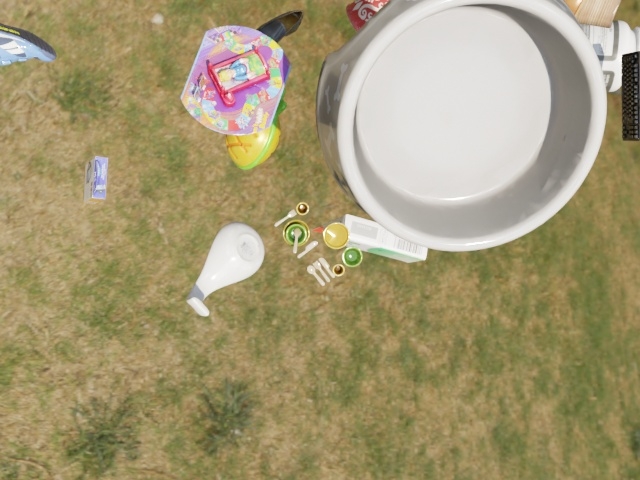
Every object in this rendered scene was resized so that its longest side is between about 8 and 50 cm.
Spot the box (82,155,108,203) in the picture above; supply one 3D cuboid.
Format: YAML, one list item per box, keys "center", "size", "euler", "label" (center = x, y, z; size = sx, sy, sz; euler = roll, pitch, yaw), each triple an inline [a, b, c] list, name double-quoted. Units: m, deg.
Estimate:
- center: [-0.440, -0.117, 1.378]
  size: [0.028, 0.136, 0.081]
  euler: [5, 86, -29]
  label: "box"

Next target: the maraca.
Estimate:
- center: [-0.124, -0.228, 1.394]
  size: [0.099, 0.127, 0.186]
  euler: [13, 113, -45]
  label: "maraca"

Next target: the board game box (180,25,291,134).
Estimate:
- center: [-0.117, -0.234, 0.996]
  size: [0.133, 0.033, 0.169]
  euler: [19, 76, -5]
  label: "board game box"

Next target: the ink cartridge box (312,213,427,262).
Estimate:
- center: [0.092, 0.006, 1.448]
  size: [0.180, 0.224, 0.056]
  euler: [14, 77, -16]
  label: "ink cartridge box"

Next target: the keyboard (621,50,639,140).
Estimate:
- center: [0.648, -0.295, 1.445]
  size: [0.023, 0.108, 0.180]
  euler: [-7, 99, -11]
  label: "keyboard"

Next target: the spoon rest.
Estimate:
- center: [-0.229, 0.067, 1.665]
  size: [0.137, 0.084, 0.276]
  euler: [52, 49, -19]
  label: "spoon rest"

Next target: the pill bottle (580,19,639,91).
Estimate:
- center: [0.617, -0.427, 1.626]
  size: [0.161, 0.283, 0.161]
  euler: [6, 90, -78]
  label: "pill bottle"

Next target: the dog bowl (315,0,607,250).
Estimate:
- center: [0.168, -0.144, 0.830]
  size: [0.349, 0.348, 0.102]
  euler: [52, 12, -23]
  label: "dog bowl"

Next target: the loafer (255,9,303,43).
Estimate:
- center: [-0.107, -0.509, 1.691]
  size: [0.062, 0.061, 0.170]
  euler: [48, 60, -9]
  label: "loafer"

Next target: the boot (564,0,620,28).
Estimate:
- center: [0.370, -0.410, 0.995]
  size: [0.197, 0.152, 0.073]
  euler: [-67, 165, 1]
  label: "boot"

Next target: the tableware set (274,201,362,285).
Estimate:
- center: [0.000, 0.000, 1.246]
  size: [0.104, 0.024, 0.154]
  euler: [-37, 100, 2]
  label: "tableware set"

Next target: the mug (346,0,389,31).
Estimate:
- center: [0.165, -0.532, 1.575]
  size: [0.150, 0.169, 0.113]
  euler: [-11, 71, -54]
  label: "mug"

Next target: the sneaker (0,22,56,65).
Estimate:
- center: [-0.507, -0.315, 1.149]
  size: [0.144, 0.059, 0.053]
  euler: [11, 29, -35]
  label: "sneaker"
